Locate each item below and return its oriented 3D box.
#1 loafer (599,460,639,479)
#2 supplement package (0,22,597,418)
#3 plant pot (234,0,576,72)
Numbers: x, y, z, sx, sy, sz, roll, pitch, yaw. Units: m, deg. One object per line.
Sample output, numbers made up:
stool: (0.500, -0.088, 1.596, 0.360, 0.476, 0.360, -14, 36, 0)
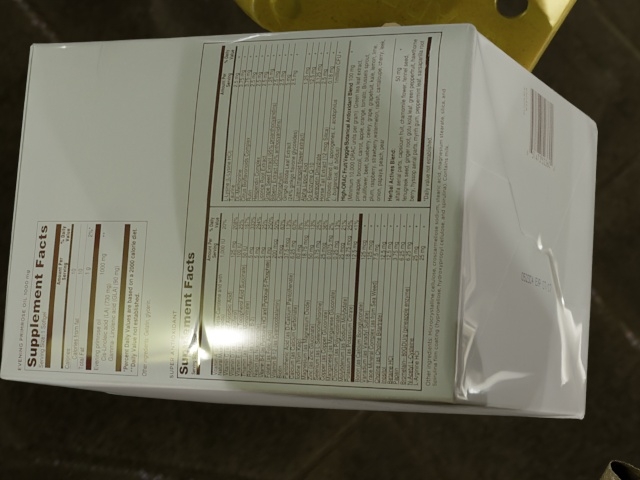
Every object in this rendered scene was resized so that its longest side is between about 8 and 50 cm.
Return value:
loafer: (0.333, 0.256, 1.545, 0.056, 0.148, 0.050, -17, 111, -44)
supplement package: (0.000, 0.000, 0.702, 0.194, 0.203, 0.149, 19, 73, -65)
plant pot: (0.062, -0.181, 0.845, 0.212, 0.212, 0.187, 25, 27, -10)
